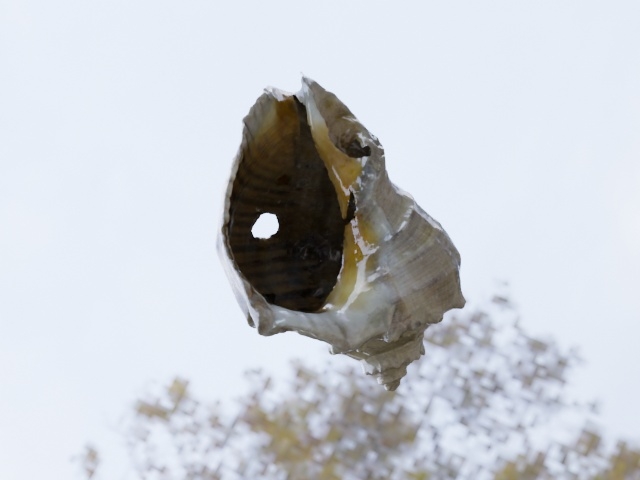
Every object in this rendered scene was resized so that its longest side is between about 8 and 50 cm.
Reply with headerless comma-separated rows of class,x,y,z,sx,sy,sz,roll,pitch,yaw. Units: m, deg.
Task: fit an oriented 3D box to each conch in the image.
conch,-0.005,0.007,1.955,0.263,0.324,0.186,-19,-15,-45
